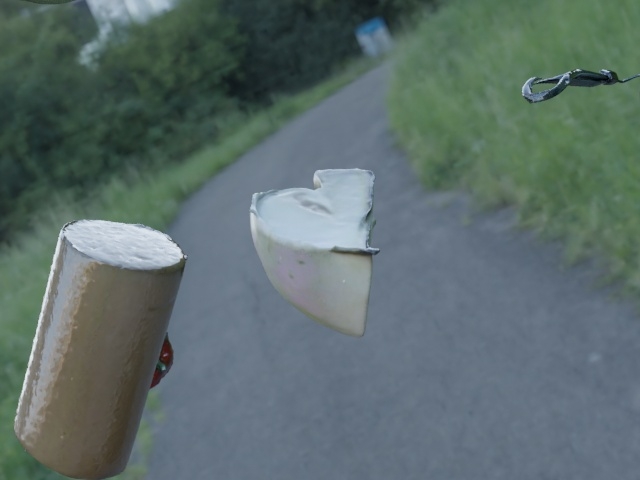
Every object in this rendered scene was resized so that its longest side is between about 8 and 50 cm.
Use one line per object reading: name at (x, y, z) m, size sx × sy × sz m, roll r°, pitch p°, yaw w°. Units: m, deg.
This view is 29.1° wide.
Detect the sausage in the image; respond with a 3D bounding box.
sausage at (-0.215, 0.110, 1.176) m, size 0.123 × 0.253 × 0.123 m, roll 15°, pitch 21°, yaw -6°

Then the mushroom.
mushroom at (-0.012, 0.023, 1.562) m, size 0.162 × 0.173 × 0.236 m, roll 7°, pitch 29°, yaw 1°

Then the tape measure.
tape measure at (0.259, -0.105, 1.089) m, size 0.179 × 0.107 × 0.104 m, roll -9°, pitch 0°, yaw -7°

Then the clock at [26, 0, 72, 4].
clock at (-0.171, -0.267, 0.771) m, size 0.029 × 0.235 × 0.235 m, roll 15°, pitch 23°, yaw 27°

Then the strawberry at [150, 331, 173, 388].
strawberry at (-0.275, 0.152, 1.678) m, size 0.148 × 0.131 × 0.131 m, roll -22°, pitch 3°, yaw 44°
